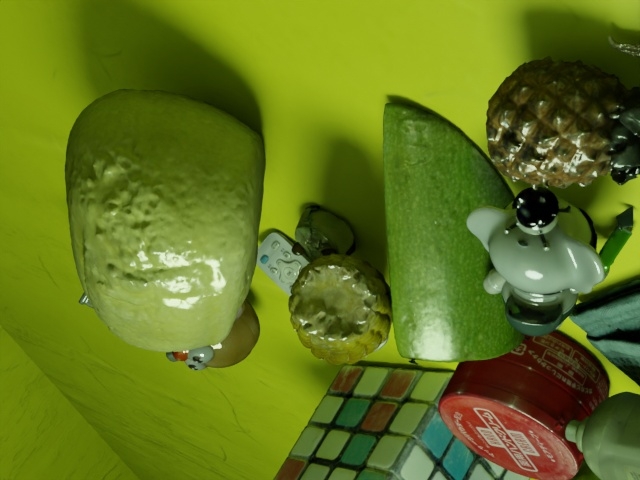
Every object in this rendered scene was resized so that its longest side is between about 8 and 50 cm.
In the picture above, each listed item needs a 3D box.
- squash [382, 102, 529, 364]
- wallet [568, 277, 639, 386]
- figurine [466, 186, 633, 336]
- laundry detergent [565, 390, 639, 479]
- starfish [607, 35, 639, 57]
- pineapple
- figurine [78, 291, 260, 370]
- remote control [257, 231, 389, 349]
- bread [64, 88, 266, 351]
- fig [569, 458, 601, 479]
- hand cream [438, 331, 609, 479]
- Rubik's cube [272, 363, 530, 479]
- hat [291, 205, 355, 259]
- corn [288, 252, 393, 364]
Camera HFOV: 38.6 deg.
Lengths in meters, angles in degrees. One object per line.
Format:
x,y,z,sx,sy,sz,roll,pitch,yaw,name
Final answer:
0.171,-0.015,1.008,0.111,0.203,0.289,9,108,40,squash
0.445,0.163,0.944,0.342,0.075,0.237,39,155,-8,wallet
0.217,0.016,0.897,0.147,0.126,0.192,18,151,25,figurine
0.376,0.232,0.958,0.253,0.091,0.181,7,149,46,laundry detergent
0.269,-0.146,0.708,0.092,0.016,0.086,13,144,26,starfish
0.258,-0.081,0.729,0.237,0.119,0.111,16,117,31,pineapple
-0.229,0.099,1.474,0.284,0.167,0.342,31,167,-6,figurine
0.006,0.073,1.313,0.229,0.044,0.073,41,130,1,remote control
-0.190,-0.026,1.096,0.237,0.321,0.320,5,151,-4,bread
0.369,0.379,1.140,0.233,0.314,0.233,51,176,5,fig
0.256,0.201,1.150,0.193,0.125,0.193,27,151,17,hand cream
0.126,0.367,1.414,0.253,0.259,0.256,-3,134,52,Rubik's cube
0.000,0.000,1.189,0.077,0.059,0.076,28,147,23,hat
0.026,0.087,1.104,0.131,0.131,0.344,32,175,5,corn
